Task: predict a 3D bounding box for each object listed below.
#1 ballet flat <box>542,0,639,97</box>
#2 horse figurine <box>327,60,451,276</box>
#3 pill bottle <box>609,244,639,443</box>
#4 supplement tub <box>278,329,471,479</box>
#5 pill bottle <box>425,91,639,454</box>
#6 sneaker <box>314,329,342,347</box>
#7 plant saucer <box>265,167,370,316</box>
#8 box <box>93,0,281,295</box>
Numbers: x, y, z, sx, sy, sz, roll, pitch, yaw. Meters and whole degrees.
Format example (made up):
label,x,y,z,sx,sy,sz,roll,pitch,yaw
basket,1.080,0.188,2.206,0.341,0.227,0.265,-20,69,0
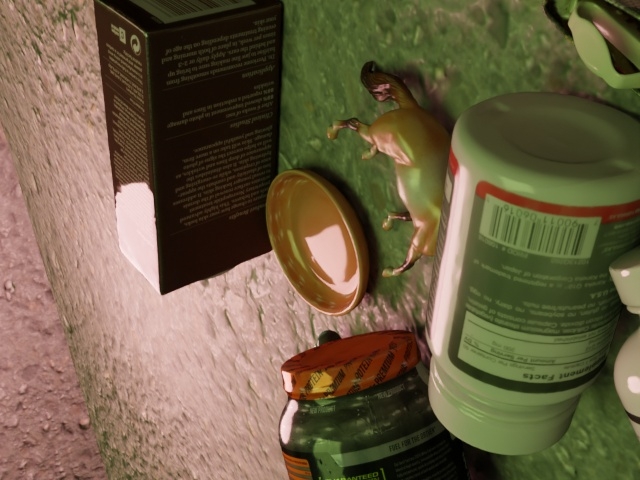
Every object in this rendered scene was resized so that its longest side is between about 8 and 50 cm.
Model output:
label,x,y,z,sx,sy,sz,roll,pitch,yaw
ballet flat,0.242,-0.117,0.576,0.221,0.079,0.077,49,151,27
horse figurine,0.095,-0.063,0.843,0.174,0.066,0.263,-10,101,59
pill bottle,0.315,0.142,0.536,0.181,0.181,0.323,-24,89,58
supplement tub,0.072,0.289,0.953,0.207,0.207,0.338,-8,97,57
pill bottle,0.175,0.034,0.693,0.161,0.161,0.283,37,137,39
sneaker,0.054,0.190,1.088,0.076,0.065,0.167,-30,87,42
plant saucer,0.000,0.000,1.053,0.200,0.037,0.200,35,138,41
box,-0.167,-0.135,1.074,0.143,0.191,0.382,38,137,38
